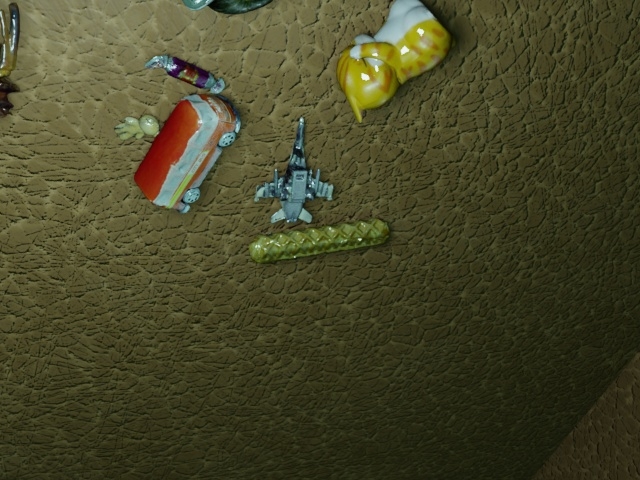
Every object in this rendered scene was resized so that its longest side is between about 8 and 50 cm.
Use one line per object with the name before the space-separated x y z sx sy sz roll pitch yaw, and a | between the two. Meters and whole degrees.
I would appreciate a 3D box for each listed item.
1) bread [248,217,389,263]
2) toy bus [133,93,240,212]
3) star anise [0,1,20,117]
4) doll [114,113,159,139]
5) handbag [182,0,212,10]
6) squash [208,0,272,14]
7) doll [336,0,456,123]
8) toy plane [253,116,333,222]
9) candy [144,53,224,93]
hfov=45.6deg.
bread | 0.000 0.000 1.914 0.367 0.077 0.084 -10 129 -14
toy bus | -0.284 -0.189 1.598 0.120 0.121 0.265 3 132 -54
star anise | -0.643 -0.302 1.369 0.346 0.148 0.237 -35 130 21
doll | -0.383 -0.234 1.589 0.093 0.051 0.061 -26 139 2
handbag | -0.186 -0.547 1.273 0.247 0.260 0.079 -36 157 5
squash | -0.145 -0.503 1.391 0.193 0.156 0.193 -29 145 -22
doll | 0.150 -0.390 1.594 0.270 0.166 0.162 -30 130 9
toy plane | -0.055 -0.153 1.757 0.192 0.088 0.262 -3 129 -17
candy | -0.272 -0.341 1.550 0.175 0.043 0.045 18 122 -37
